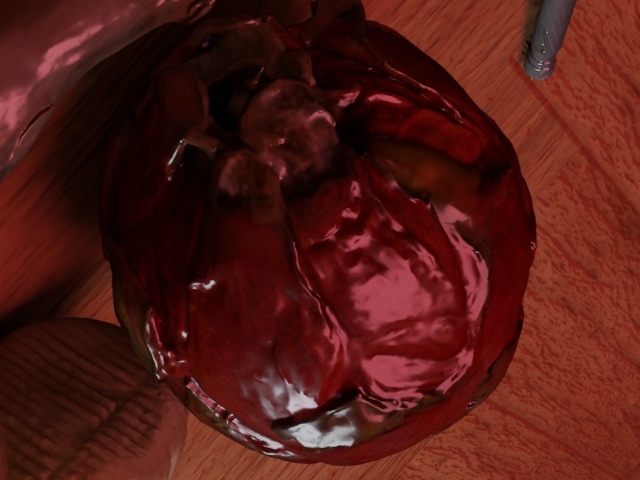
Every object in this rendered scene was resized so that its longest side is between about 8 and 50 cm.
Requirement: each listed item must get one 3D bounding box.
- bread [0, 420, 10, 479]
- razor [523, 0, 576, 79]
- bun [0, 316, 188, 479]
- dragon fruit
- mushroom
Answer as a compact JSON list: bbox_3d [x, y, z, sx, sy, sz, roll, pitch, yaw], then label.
[{"bbox_3d":[-0.308,0.135,0.962,0.320,0.237,0.320,-20,132,-24],"label":"bread"},{"bbox_3d":[0.181,-0.196,1.439,0.106,0.068,0.232,-34,159,-23],"label":"razor"},{"bbox_3d":[-0.176,0.134,1.233,0.188,0.164,0.111,-47,159,-41],"label":"bun"},{"bbox_3d":[0.000,0.000,1.182,0.277,0.277,0.342,-43,168,-6],"label":"dragon fruit"},{"bbox_3d":[-0.146,-0.103,1.032,0.223,0.081,0.092,-44,137,-8],"label":"mushroom"}]
